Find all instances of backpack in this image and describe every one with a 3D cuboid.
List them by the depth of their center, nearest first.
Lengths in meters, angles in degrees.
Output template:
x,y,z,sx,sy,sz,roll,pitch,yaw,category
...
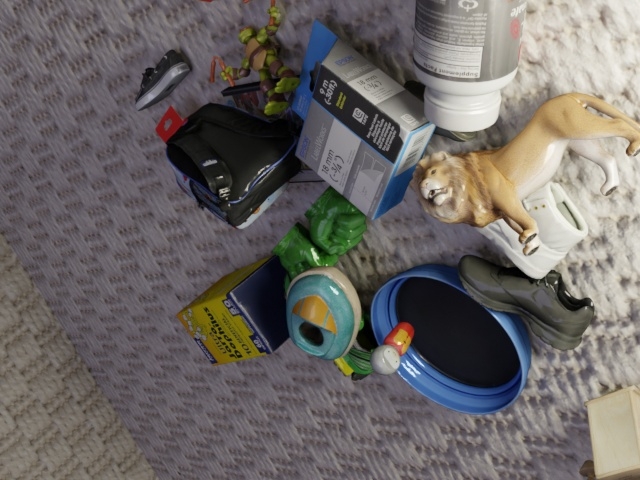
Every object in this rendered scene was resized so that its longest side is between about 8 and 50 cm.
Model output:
x,y,z,sx,sy,sz,roll,pitch,yaw,category
-0.204,-0.177,1.705,0.263,0.276,0.213,36,153,20,backpack

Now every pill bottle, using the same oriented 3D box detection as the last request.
x,y,z,sx,sy,sz,roll,pitch,yaw,category
0.241,-0.347,1.236,0.176,0.176,0.318,24,135,29,pill bottle

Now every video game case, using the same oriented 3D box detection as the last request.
x,y,z,sx,sy,sz,roll,pitch,yaw,category
-0.087,-0.248,1.745,0.275,0.035,0.248,2,122,43,video game case

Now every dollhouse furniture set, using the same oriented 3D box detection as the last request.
x,y,z,sx,sy,sz,roll,pitch,yaw,category
0.717,0.453,1.554,0.355,0.173,0.303,33,135,-27,dollhouse furniture set

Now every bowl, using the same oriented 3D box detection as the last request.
x,y,z,sx,sy,sz,roll,pitch,yaw,category
0.297,0.224,1.734,0.391,0.077,0.391,25,135,27,bowl

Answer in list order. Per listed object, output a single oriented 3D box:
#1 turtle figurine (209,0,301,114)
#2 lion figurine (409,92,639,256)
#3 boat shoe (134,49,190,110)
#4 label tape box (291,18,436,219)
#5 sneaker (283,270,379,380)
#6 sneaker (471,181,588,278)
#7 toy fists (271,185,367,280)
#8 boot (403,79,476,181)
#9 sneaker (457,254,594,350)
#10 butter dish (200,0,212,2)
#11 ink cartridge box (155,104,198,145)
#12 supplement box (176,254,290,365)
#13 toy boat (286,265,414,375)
x,y,z,sx,sy,sz,roll,pitch,yaw,category
-0.130,-0.379,1.627,0.269,0.087,0.217,-44,64,35,turtle figurine
0.359,-0.138,1.294,0.392,0.142,0.240,-37,64,11,lion figurine
-0.411,-0.403,1.897,0.228,0.080,0.076,-27,95,50,boat shoe
0.045,-0.236,1.490,0.334,0.106,0.240,42,141,20,label tape box
0.044,0.184,1.926,0.343,0.134,0.146,48,125,0,sneaker
0.360,-0.078,1.417,0.292,0.108,0.169,40,135,4,sneaker
0.000,0.000,1.793,0.142,0.096,0.279,41,127,-2,toy fists
0.199,-0.188,1.491,0.189,0.076,0.208,45,137,26,boot
0.413,0.095,1.512,0.286,0.109,0.130,29,132,10,sneaker
-0.297,-0.577,1.609,0.160,0.160,0.118,21,110,31,butter dish
-0.303,-0.238,1.925,0.231,0.078,0.134,50,141,-2,ink cartridge box
-0.209,0.198,2.083,0.194,0.195,0.356,56,145,-8,supplement box
0.052,0.199,1.737,0.318,0.148,0.267,20,132,21,toy boat
